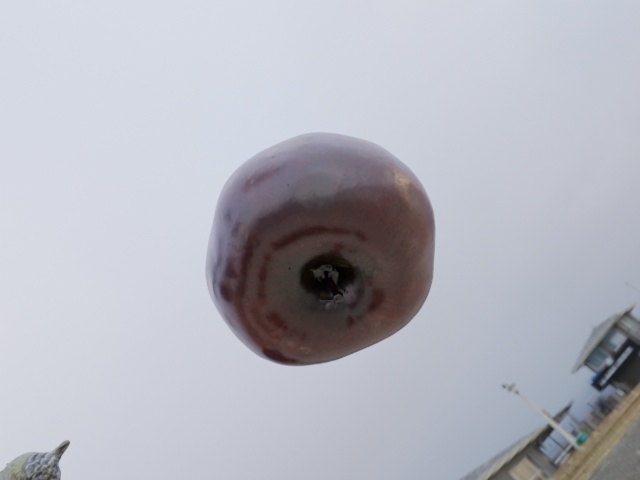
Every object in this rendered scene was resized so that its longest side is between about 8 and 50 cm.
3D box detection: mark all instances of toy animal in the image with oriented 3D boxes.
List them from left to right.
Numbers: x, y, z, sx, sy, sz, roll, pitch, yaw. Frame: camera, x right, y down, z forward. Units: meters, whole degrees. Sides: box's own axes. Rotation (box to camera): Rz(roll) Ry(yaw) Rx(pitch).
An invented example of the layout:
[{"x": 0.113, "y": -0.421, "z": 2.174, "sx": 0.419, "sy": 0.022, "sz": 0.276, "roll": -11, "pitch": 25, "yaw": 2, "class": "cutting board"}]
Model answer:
[{"x": -0.460, "y": 0.392, "z": 1.000, "sx": 0.137, "sy": 0.098, "sz": 0.098, "roll": -30, "pitch": -34, "yaw": -37, "class": "toy animal"}]

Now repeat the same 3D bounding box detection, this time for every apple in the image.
[{"x": 0.002, "y": -0.001, "z": 0.586, "sx": 0.234, "sy": 0.234, "sz": 0.233, "roll": -33, "pitch": -33, "yaw": -26, "class": "apple"}]
